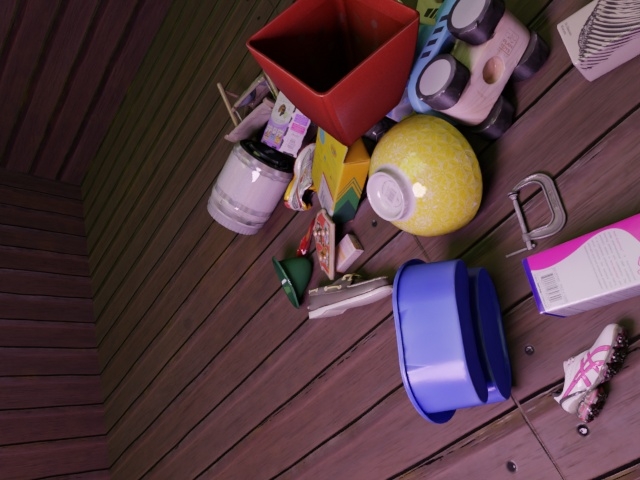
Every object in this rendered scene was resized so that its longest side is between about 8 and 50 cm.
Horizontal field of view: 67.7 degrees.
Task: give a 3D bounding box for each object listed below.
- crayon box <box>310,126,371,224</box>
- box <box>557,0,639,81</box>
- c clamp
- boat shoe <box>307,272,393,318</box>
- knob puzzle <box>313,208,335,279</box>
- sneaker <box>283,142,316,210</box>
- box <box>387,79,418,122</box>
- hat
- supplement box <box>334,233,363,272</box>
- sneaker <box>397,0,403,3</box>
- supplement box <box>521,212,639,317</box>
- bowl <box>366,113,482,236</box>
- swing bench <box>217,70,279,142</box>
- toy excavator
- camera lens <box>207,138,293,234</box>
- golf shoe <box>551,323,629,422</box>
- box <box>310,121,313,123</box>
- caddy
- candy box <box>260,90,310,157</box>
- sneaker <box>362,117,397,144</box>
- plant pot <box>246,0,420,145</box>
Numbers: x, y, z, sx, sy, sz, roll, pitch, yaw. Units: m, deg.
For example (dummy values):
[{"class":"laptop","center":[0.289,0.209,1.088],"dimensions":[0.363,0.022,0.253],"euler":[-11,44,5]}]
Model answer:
[{"class":"crayon box","center":[0.051,-0.213,1.302],"dimensions":[0.318,0.081,0.202],"euler":[102,154,-57]},{"class":"box","center":[0.597,-0.423,0.870],"dimensions":[0.275,0.094,0.113],"euler":[-31,60,39]},{"class":"c clamp","center":[0.438,-0.057,1.006],"dimensions":[0.137,0.022,0.160],"euler":[-21,66,43]},{"class":"boat shoe","center":[0.070,0.140,1.291],"dimensions":[0.305,0.109,0.091],"euler":[-27,66,45]},{"class":"knob puzzle","center":[0.000,0.000,1.395],"dimensions":[0.213,0.030,0.213],"euler":[174,90,-76]},{"class":"sneaker","center":[-0.035,-0.199,1.519],"dimensions":[0.093,0.088,0.225],"euler":[21,99,31]},{"class":"box","center":[0.191,-0.372,1.230],"dimensions":[0.109,0.178,0.042],"euler":[-64,32,14]},{"class":"hat","center":[-0.035,0.083,1.479],"dimensions":[0.173,0.184,0.208],"euler":[44,157,55]},{"class":"supplement box","center":[0.072,0.038,1.366],"dimensions":[0.098,0.036,0.062],"euler":[-49,48,29]},{"class":"sneaker","center":[0.163,-0.629,1.317],"dimensions":[0.108,0.169,0.292],"euler":[-30,59,-3]},{"class":"supplement box","center":[0.500,0.051,0.847],"dimensions":[0.220,0.114,0.111],"euler":[-30,59,40]},{"class":"bowl","center":[0.199,-0.125,1.086],"dimensions":[0.289,0.156,0.289],"euler":[37,141,38]},{"class":"swing bench","center":[-0.231,-0.515,1.740],"dimensions":[0.253,0.165,0.254],"euler":[-28,67,39]},{"class":"toy excavator","center":[0.306,-0.506,1.141],"dimensions":[0.445,0.222,0.433],"euler":[44,111,53]},{"class":"camera lens","center":[-0.235,-0.185,1.615],"dimensions":[0.274,0.219,0.219],"euler":[-58,46,21]},{"class":"golf shoe","center":[0.481,0.227,0.858],"dimensions":[0.086,0.067,0.186],"euler":[31,104,48]},{"class":"box","center":[0.024,-0.470,1.524],"dimensions":[0.270,0.060,0.216],"euler":[25,99,47]},{"class":"caddy","center":[0.254,0.196,0.985],"dimensions":[0.179,0.241,0.341],"euler":[-19,66,38]},{"class":"candy box","center":[-0.101,-0.382,1.522],"dimensions":[0.165,0.070,0.196],"euler":[39,109,55]},{"class":"sneaker","center":[0.161,-0.318,1.332],"dimensions":[0.087,0.130,0.227],"euler":[-53,20,22]},{"class":"plant pot","center":[0.046,-0.376,1.065],"dimensions":[0.267,0.235,0.267],"euler":[-42,59,-8]}]
